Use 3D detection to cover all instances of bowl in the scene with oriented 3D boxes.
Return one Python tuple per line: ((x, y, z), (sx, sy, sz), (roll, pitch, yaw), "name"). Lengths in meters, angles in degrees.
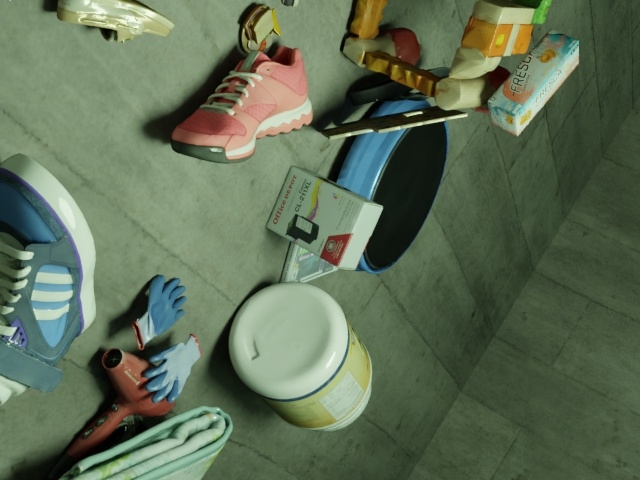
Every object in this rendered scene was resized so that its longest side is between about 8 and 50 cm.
((0.152, -0.112, 1.934), (0.391, 0.077, 0.391), (-45, 148, -39), "bowl")

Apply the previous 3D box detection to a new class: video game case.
((0.000, 0.000, 1.867), (0.190, 0.022, 0.173), (-17, 129, -53), "video game case")

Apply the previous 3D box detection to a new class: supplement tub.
((-0.027, 0.239, 1.816), (0.228, 0.228, 0.316), (-55, 152, -14), "supplement tub")

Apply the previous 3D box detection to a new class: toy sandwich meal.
((-0.089, -0.320, 1.415), (0.085, 0.029, 0.085), (-40, 146, -35), "toy sandwich meal")

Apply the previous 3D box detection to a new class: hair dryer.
((-0.328, 0.294, 1.513), (0.223, 0.080, 0.293), (-25, 135, -49), "hair dryer")

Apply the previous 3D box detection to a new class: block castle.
((0.244, -0.462, 1.567), (0.213, 0.303, 0.453), (-14, 127, -48), "block castle")

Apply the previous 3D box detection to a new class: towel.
((-0.340, 0.439, 1.546), (0.374, 0.090, 0.320), (-10, 142, -56), "towel")

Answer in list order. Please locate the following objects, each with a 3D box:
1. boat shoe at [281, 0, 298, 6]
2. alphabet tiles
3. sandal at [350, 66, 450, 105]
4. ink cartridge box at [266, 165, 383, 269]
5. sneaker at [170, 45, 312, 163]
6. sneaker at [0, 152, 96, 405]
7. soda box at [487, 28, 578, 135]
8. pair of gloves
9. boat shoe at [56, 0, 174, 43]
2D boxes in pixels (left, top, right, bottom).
((-0.070, -0.422, 1.347), (0.065, 0.075, 0.206), (-11, 146, -2), "boat shoe")
((0.122, -0.210, 1.660), (0.237, 0.198, 0.009), (-12, 104, -5), "alphabet tiles")
((0.155, -0.286, 1.792), (0.254, 0.097, 0.054), (-24, 104, -37), "sandal")
((0.005, -0.041, 1.673), (0.072, 0.175, 0.127), (8, 107, -58), "ink cartridge box")
((-0.121, -0.214, 1.398), (0.314, 0.116, 0.136), (-37, 136, -51), "sneaker")
((-0.399, 0.077, 1.136), (0.236, 0.130, 0.323), (-46, 155, -36), "sneaker")
((0.356, -0.264, 1.551), (0.183, 0.058, 0.063), (-49, 150, -15), "soda box")
((-0.250, 0.157, 1.504), (0.159, 0.023, 0.198), (-51, 133, -58), "pair of gloves")
((-0.255, -0.274, 1.146), (0.170, 0.063, 0.059), (9, 110, -51), "boat shoe")
